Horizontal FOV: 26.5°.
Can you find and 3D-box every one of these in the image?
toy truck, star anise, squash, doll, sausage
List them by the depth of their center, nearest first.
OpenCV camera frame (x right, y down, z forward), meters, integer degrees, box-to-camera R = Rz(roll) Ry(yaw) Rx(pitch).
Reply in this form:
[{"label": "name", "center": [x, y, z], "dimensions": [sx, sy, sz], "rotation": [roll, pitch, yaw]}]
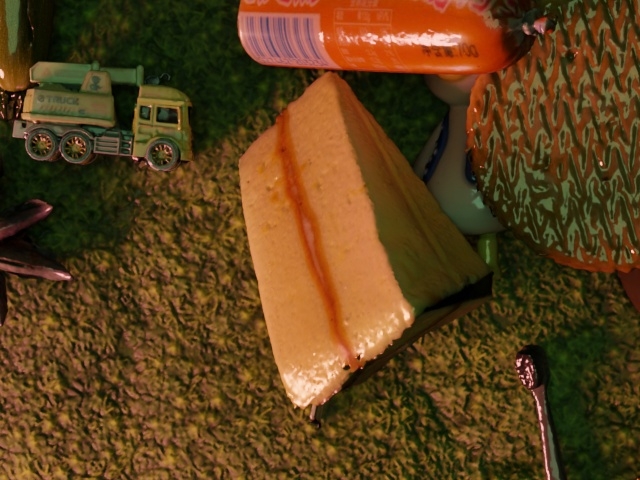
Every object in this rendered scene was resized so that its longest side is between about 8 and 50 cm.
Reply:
[{"label": "sausage", "center": [0.068, -0.192, 1.186], "dimensions": [0.312, 0.093, 0.093], "rotation": [9, 90, 42]}, {"label": "doll", "center": [0.144, -0.111, 1.256], "dimensions": [0.138, 0.119, 0.293], "rotation": [6, 92, 48]}, {"label": "toy truck", "center": [-0.202, -0.119, 1.284], "dimensions": [0.169, 0.077, 0.100], "rotation": [4, 92, -2]}, {"label": "squash", "center": [-0.298, -0.275, 1.299], "dimensions": [0.080, 0.071, 0.318], "rotation": [-10, 92, -16]}, {"label": "star anise", "center": [-0.339, -0.009, 1.302], "dimensions": [0.204, 0.061, 0.180], "rotation": [-5, 101, 8]}]

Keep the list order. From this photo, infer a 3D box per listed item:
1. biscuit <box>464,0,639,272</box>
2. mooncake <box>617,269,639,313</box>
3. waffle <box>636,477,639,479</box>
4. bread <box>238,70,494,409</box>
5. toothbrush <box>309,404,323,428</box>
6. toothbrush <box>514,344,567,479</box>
[{"label": "biscuit", "center": [0.248, -0.097, 1.161], "dimensions": [0.254, 0.035, 0.254], "rotation": [-1, 84, 10]}, {"label": "mooncake", "center": [0.416, -0.007, 1.224], "dimensions": [0.284, 0.155, 0.284], "rotation": [0, 88, 2]}, {"label": "waffle", "center": [0.395, 0.233, 1.266], "dimensions": [0.197, 0.070, 0.193], "rotation": [-5, 89, 5]}, {"label": "bread", "center": [-0.002, -0.003, 1.201], "dimensions": [0.167, 0.163, 0.264], "rotation": [-43, 77, 29]}, {"label": "toothbrush", "center": [0.025, 0.036, 1.305], "dimensions": [0.028, 0.026, 0.294], "rotation": [9, 90, 21]}, {"label": "toothbrush", "center": [0.227, 0.246, 1.293], "dimensions": [0.030, 0.030, 0.297], "rotation": [-12, 90, 28]}]
